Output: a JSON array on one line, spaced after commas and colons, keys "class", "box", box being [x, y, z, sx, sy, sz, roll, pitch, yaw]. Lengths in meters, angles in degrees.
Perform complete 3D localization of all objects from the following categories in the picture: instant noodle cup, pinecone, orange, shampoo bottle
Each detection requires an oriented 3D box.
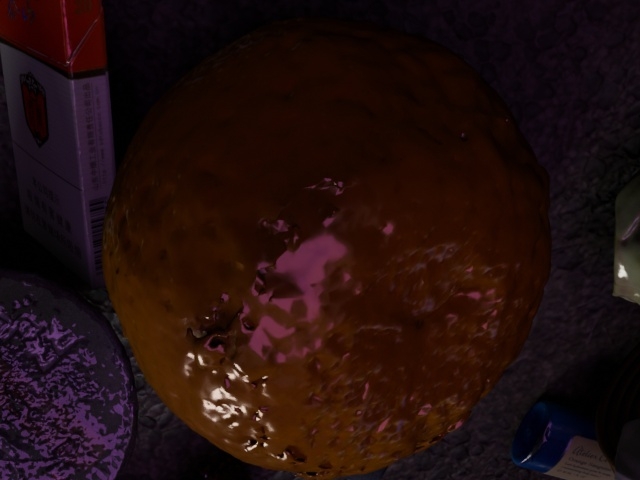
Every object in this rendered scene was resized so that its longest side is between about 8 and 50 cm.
[{"class": "instant noodle cup", "box": [-0.261, 0.125, 0.680, 0.218, 0.207, 0.217, 0, 88, -13]}, {"class": "pinecone", "box": [-0.117, 0.290, 0.877, 0.102, 0.102, 0.109, 31, 112, -22]}, {"class": "orange", "box": [0.000, 0.000, 0.634, 0.341, 0.293, 0.340, -16, 123, -27]}, {"class": "shampoo bottle", "box": [0.314, 0.241, 0.949, 0.183, 0.050, 0.087, 18, 109, -17]}]

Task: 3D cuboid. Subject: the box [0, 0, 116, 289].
[{"class": "box", "box": [-0.207, -0.096, 0.649, 0.035, 0.139, 0.245, -20, 125, -35]}]

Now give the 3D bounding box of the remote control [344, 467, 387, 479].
[{"class": "remote control", "box": [0.094, 0.090, 0.842, 0.107, 0.044, 0.377, 17, 113, -21]}]

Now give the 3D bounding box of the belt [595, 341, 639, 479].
[{"class": "belt", "box": [0.440, 0.161, 0.834, 0.339, 0.217, 0.122, -37, 117, 3]}]

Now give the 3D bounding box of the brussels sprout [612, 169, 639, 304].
[{"class": "brussels sprout", "box": [0.391, -0.006, 0.756, 0.244, 0.244, 0.244, -4, 117, -7]}]
